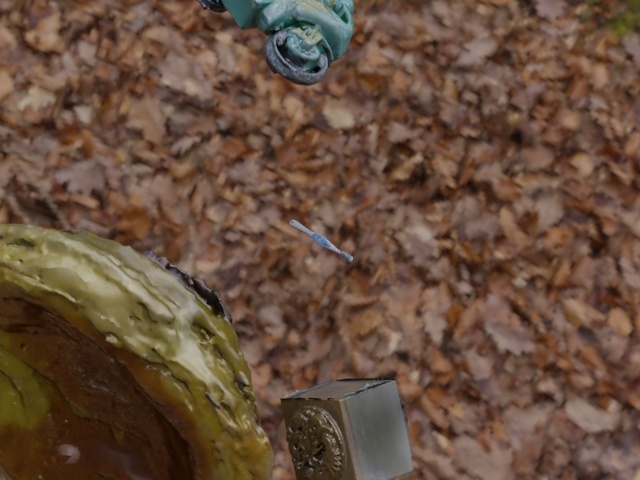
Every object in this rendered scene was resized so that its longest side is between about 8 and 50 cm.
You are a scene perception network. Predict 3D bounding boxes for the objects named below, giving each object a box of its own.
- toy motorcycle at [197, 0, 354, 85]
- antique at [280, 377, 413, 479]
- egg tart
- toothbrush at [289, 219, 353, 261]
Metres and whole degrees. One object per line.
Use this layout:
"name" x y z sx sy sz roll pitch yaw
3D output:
"toy motorcycle" -0.046 -0.325 1.507 0.198 0.109 0.296 -18 66 -44
"antique" 0.034 0.290 1.748 0.148 0.146 0.152 -13 92 -40
"egg tart" -0.169 0.119 0.966 0.352 0.352 0.150 34 45 11
"toothbrush" 0.000 0.000 1.853 0.017 0.014 0.162 40 -6 -42
